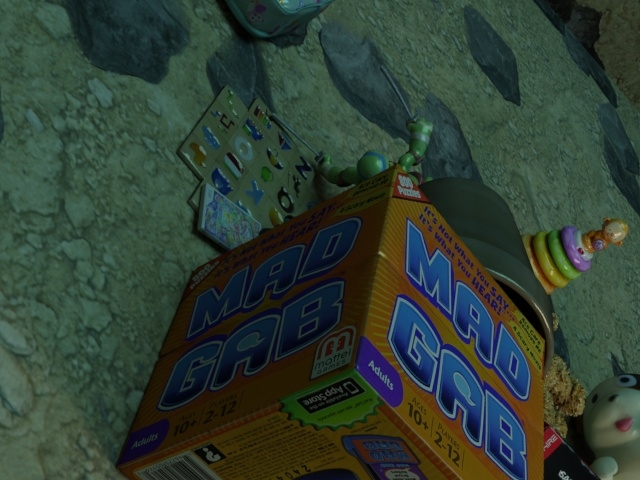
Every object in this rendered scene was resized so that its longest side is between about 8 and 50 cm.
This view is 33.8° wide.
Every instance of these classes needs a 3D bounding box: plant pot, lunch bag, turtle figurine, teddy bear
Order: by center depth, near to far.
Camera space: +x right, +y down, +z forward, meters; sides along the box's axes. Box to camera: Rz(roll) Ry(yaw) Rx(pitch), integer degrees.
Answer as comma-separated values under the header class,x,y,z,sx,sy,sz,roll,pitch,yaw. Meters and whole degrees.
class,x,y,z,sx,sy,sz,roll,pitch,yaw
plant pot,0.191,0.058,1.595,0.323,0.323,0.280,46,35,-26
turtle figurine,0.103,-0.151,1.844,0.275,0.198,0.266,46,0,25
lunch bag,-0.095,-0.492,1.916,0.224,0.108,0.279,55,29,-3
teddy bear,0.402,0.253,2.049,0.245,0.113,0.338,-31,102,-23

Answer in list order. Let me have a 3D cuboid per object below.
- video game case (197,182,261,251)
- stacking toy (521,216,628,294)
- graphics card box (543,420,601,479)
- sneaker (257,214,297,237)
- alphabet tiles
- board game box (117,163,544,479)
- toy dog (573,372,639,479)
class,x,y,z,sx,sy,sz,roll,pitch,yaw
video game case,-0.133,-0.020,1.561,0.122,0.011,0.087,38,39,-36
stacking toy,0.522,0.031,2.265,0.175,0.301,0.166,60,30,-6
graphics card box,0.459,0.457,1.884,0.371,0.094,0.233,48,-3,-7
sneaker,0.000,0.000,1.636,0.139,0.125,0.341,32,14,7
alphabet tiles,-0.100,-0.089,1.690,0.285,0.011,0.343,52,32,-20
board game box,0.037,0.199,1.328,0.356,0.356,0.356,48,33,-25
toy dog,0.710,0.479,2.235,0.395,0.284,0.408,0,65,-58
